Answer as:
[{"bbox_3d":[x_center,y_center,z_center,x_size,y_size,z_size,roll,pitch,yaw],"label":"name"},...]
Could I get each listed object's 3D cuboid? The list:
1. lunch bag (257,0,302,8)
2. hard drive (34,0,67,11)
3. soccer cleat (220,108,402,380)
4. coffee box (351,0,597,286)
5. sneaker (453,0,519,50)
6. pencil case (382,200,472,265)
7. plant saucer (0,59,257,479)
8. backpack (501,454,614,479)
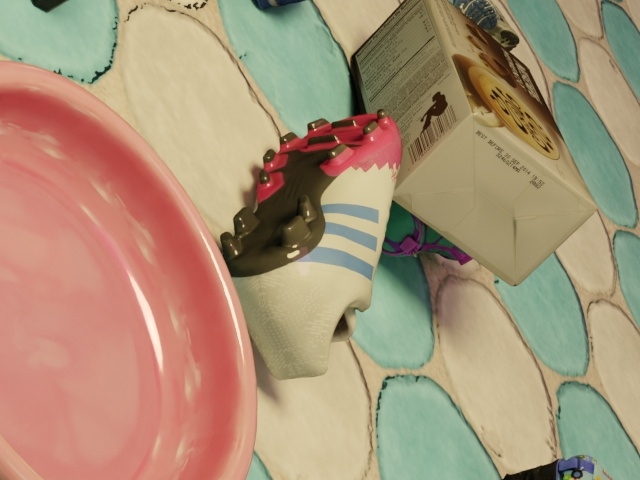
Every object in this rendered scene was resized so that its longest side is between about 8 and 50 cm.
[{"bbox_3d":[-0.035,-0.265,1.572,0.098,0.065,0.067,-39,116,-63],"label":"lunch bag"},{"bbox_3d":[-0.171,-0.246,1.240,0.022,0.135,0.094,30,41,-52],"label":"hard drive"},{"bbox_3d":[0.000,0.000,1.371,0.331,0.116,0.143,-56,133,-58],"label":"soccer cleat"},{"bbox_3d":[0.143,-0.111,1.585,0.168,0.119,0.297,35,22,-24],"label":"coffee box"},{"bbox_3d":[0.199,-0.284,2.021,0.135,0.052,0.058,38,26,-52],"label":"sneaker"},{"bbox_3d":[0.103,-0.012,1.584,0.152,0.064,0.070,3,61,-60],"label":"pencil case"},{"bbox_3d":[-0.171,0.050,1.029,0.332,0.084,0.332,40,36,-38],"label":"plant saucer"},{"bbox_3d":[0.227,0.305,1.462,0.158,0.117,0.173,48,33,-25],"label":"backpack"}]
